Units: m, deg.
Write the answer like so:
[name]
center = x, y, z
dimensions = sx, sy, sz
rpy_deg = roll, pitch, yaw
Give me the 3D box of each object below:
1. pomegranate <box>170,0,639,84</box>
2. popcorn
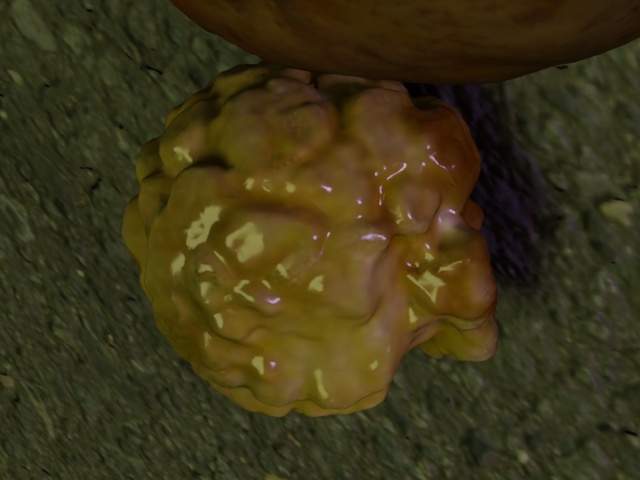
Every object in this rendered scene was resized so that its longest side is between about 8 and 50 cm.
[pomegranate]
center = 0.023, -0.181, 0.574
dimensions = 0.281, 0.281, 0.281
rpy_deg = 30, 144, 25
[popcorn]
center = 0.000, 0.000, 0.903
dimensions = 0.180, 0.170, 0.180
rpy_deg = 28, 128, 43
